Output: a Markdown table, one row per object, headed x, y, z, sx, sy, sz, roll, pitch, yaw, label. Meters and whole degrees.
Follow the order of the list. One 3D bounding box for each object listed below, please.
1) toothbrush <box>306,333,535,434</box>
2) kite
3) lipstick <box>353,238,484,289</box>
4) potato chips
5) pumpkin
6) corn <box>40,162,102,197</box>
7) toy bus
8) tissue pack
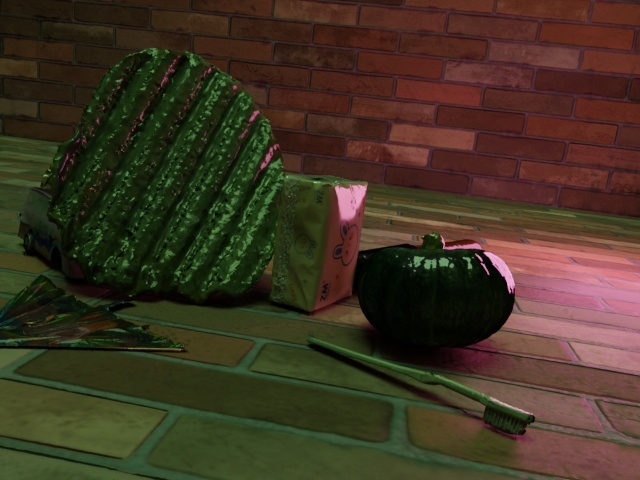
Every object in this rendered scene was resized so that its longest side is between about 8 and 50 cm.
| x | y | z | sx | sy | sz | roll | pitch | yaw | label |
| --- | --- | --- | --- | --- | --- | --- | --- | --- | --- |
| 0.096 | 0.150 | 0.659 | 0.294 | 0.028 | 0.026 | 17 | -6 | 39 | toothbrush |
| -0.319 | 0.097 | 0.719 | 0.321 | 0.016 | 0.233 | 14 | 14 | 33 | kite |
| 0.199 | 0.041 | 1.119 | 0.077 | 0.077 | 0.418 | 17 | 15 | 41 | lipstick |
| -0.212 | -0.106 | 0.912 | 0.358 | 0.430 | 0.070 | 25 | -27 | -11 | potato chips |
| 0.154 | 0.066 | 0.791 | 0.211 | 0.152 | 0.211 | 9 | 7 | -1 | pumpkin |
| -0.457 | -0.127 | 1.394 | 0.386 | 0.144 | 0.144 | 2 | 13 | -18 | corn |
| -0.424 | -0.015 | 0.976 | 0.090 | 0.112 | 0.274 | 5 | 10 | -45 | toy bus |
| 0.000 | 0.000 | 0.910 | 0.092 | 0.196 | 0.148 | 15 | 13 | 28 | tissue pack |
